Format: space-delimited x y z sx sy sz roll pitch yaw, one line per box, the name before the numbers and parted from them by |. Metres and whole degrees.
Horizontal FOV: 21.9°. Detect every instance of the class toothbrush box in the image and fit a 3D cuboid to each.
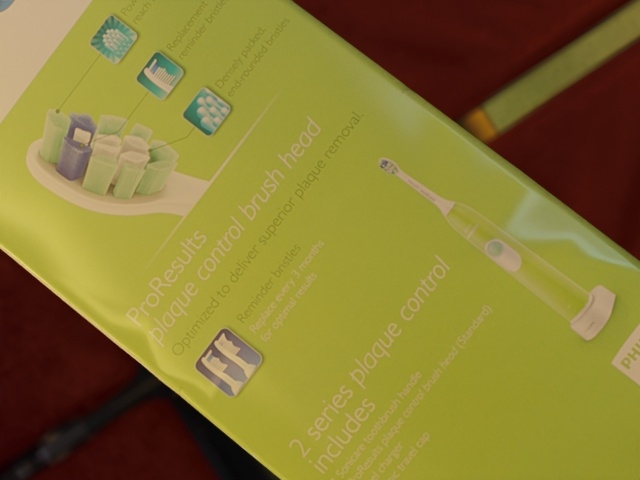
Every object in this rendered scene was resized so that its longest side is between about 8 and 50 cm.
toothbrush box | 0.000 0.000 0.585 0.283 0.122 0.206 39 -177 10
